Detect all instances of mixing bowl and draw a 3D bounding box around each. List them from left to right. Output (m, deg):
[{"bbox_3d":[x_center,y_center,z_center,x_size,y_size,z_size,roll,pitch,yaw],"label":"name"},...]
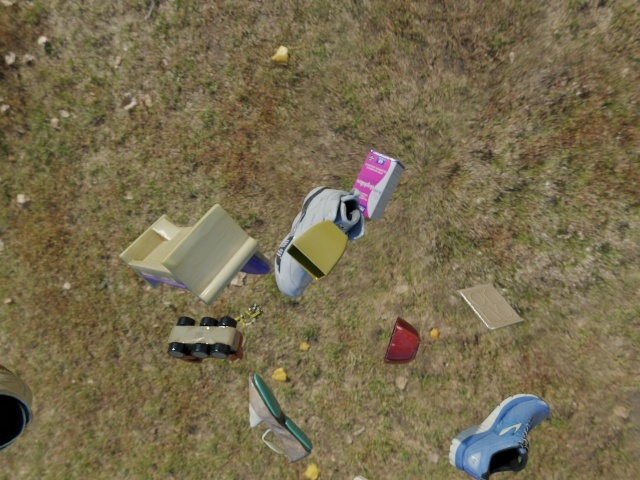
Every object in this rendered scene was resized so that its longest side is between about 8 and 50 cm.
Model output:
[{"bbox_3d":[0.295,0.367,1.576,0.098,0.181,0.181,17,102,10],"label":"mixing bowl"}]

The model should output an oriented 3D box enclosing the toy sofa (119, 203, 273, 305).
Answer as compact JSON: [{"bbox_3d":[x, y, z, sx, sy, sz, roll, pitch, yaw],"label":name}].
[{"bbox_3d":[-0.272,0.046,0.940,0.150,0.363,0.177,-51,117,-25],"label":"toy sofa"}]

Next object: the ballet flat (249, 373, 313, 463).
[{"bbox_3d":[-0.152,0.562,1.370,0.106,0.107,0.315,-36,93,1],"label":"ballet flat"}]

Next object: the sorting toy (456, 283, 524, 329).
[{"bbox_3d":[0.650,0.255,1.710,0.208,0.193,0.038,54,137,39],"label":"sorting toy"}]

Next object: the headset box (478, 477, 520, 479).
[{"bbox_3d":[0.411,0.645,0.898,0.131,0.246,0.282,-5,58,43],"label":"headset box"}]

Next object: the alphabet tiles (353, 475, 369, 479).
[{"bbox_3d":[0.130,0.803,1.202,0.278,0.021,0.283,6,88,42],"label":"alphabet tiles"}]

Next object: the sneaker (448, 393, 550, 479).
[{"bbox_3d":[0.509,0.538,1.187,0.330,0.147,0.129,-25,117,-23],"label":"sneaker"}]

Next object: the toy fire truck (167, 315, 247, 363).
[{"bbox_3d":[-0.341,0.338,1.442,0.217,0.158,0.246,-2,141,12],"label":"toy fire truck"}]

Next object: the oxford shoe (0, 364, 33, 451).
[{"bbox_3d":[-0.476,0.251,0.612,0.147,0.397,0.140,23,70,-5],"label":"oxford shoe"}]

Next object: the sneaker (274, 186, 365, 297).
[{"bbox_3d":[0.000,0.000,1.295,0.138,0.210,0.365,30,75,-29],"label":"sneaker"}]

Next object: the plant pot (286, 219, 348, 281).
[{"bbox_3d":[0.001,0.011,0.780,0.081,0.081,0.083,43,73,-1],"label":"plant pot"}]

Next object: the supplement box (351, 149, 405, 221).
[{"bbox_3d":[0.193,-0.190,1.572,0.111,0.114,0.219,27,97,23],"label":"supplement box"}]

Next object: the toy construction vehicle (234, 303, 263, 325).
[{"bbox_3d":[-0.226,0.247,1.447,0.098,0.086,0.035,-35,73,5],"label":"toy construction vehicle"}]
